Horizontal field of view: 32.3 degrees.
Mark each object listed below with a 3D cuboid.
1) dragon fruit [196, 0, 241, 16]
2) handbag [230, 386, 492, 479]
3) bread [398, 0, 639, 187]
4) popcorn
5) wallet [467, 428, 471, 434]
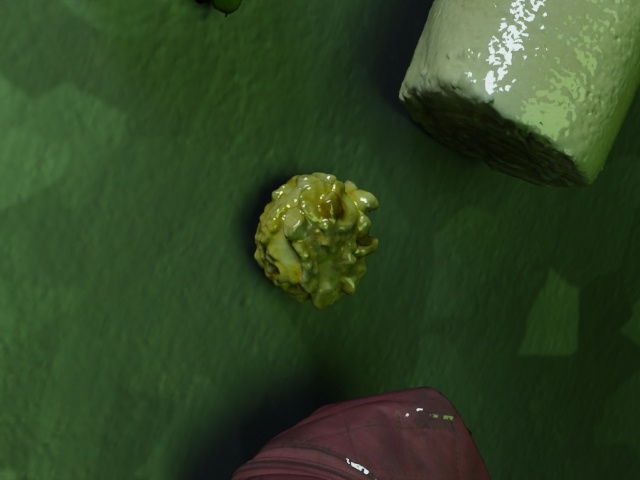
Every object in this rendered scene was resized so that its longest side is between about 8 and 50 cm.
[{"bbox_3d":[-0.081,-0.199,0.545,0.142,0.175,0.138,24,75,-6],"label":"dragon fruit"},{"bbox_3d":[0.039,0.210,0.661,0.135,0.146,0.225,-35,105,-49],"label":"handbag"},{"bbox_3d":[0.130,-0.118,0.677,0.134,0.148,0.141,24,85,0],"label":"bread"},{"bbox_3d":[0.000,0.000,0.670,0.083,0.057,0.082,-2,103,-37],"label":"popcorn"},{"bbox_3d":[0.048,0.191,0.772,0.082,0.018,0.157,29,85,-35],"label":"wallet"}]
